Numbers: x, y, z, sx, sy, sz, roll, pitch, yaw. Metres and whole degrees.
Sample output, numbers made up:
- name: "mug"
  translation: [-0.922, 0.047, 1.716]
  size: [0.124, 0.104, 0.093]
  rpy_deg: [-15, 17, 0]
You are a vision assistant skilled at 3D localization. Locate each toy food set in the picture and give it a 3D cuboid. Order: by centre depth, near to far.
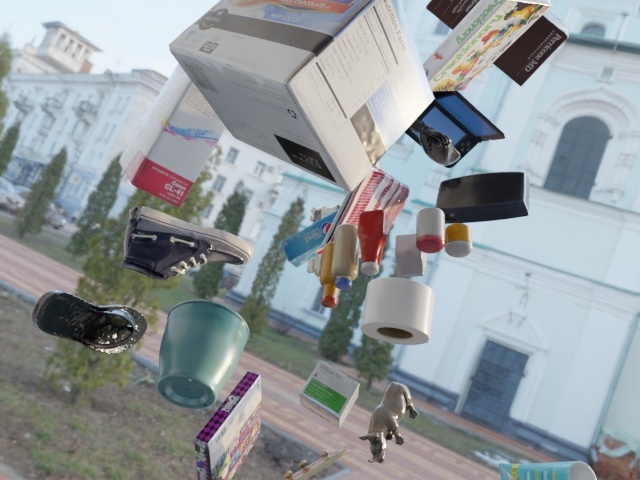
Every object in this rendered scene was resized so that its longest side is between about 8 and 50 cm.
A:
- name: "toy food set"
  translation: [0.099, 0.027, 0.802]
  size: [0.232, 0.104, 0.111]
  rpy_deg: [-5, -34, 20]

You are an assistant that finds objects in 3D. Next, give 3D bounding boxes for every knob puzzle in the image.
- name: "knob puzzle"
  translation: [-0.040, 0.504, 1.224]
  size: [0.030, 0.213, 0.213]
  rpy_deg: [59, 3, 15]

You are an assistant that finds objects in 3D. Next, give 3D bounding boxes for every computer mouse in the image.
- name: "computer mouse"
  translation: [0.359, -0.304, 1.773]
  size: [0.188, 0.072, 0.272]
  rpy_deg: [41, 10, 31]

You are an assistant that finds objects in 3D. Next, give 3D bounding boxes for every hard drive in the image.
- name: "hard drive"
  translation: [0.447, -0.123, 1.551]
  size: [0.255, 0.172, 0.054]
  rpy_deg: [-4, -49, 26]

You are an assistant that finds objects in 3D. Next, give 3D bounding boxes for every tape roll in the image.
- name: "tape roll"
  translation: [0.273, 0.252, 1.965]
  size: [0.246, 0.169, 0.246]
  rpy_deg: [9, -25, 4]

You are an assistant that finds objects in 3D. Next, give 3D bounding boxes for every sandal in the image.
- name: "sandal"
  translation: [-0.698, 0.276, 1.759]
  size: [0.107, 0.167, 0.446]
  rpy_deg: [15, -10, 27]

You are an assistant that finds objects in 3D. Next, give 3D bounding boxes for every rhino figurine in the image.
- name: "rhino figurine"
  translation: [0.163, 0.447, 1.362]
  size: [0.073, 0.243, 0.106]
  rpy_deg: [-14, -69, 38]

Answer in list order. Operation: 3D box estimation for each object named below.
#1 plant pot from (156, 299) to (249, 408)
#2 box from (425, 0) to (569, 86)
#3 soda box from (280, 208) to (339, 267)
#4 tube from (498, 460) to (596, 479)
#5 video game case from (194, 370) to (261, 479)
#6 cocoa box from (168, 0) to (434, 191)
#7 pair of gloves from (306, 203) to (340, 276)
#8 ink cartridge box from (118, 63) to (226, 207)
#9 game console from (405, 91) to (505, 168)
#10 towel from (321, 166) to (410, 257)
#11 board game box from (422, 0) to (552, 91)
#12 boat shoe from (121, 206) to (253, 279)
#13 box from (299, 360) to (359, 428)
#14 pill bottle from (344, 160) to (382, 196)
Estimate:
- name: "plant pot"
  translation: [-0.379, 0.368, 1.727]
  size: [0.272, 0.255, 0.271]
  rpy_deg: [4, -48, 4]
- name: "box"
  translation: [0.523, -0.661, 1.650]
  size: [0.381, 0.143, 0.191]
  rpy_deg: [37, -51, -3]
- name: "soda box"
  translation: [-0.005, -0.007, 1.611]
  size: [0.071, 0.210, 0.067]
  rpy_deg: [65, 9, 26]
- name: "tube"
  translation: [0.371, 0.410, 0.938]
  size: [0.052, 0.080, 0.207]
  rpy_deg: [11, -29, -15]
- name: "video game case"
  translation: [-0.209, 0.456, 1.295]
  size: [0.042, 0.210, 0.232]
  rpy_deg: [14, 32, 19]
- name: "cocoa box"
  translation: [-0.033, -0.279, 0.922]
  size: [0.347, 0.228, 0.231]
  rpy_deg: [31, -17, 43]
- name: "pair of gloves"
  translation: [0.000, 0.000, 1.829]
  size: [0.042, 0.240, 0.204]
  rpy_deg: [8, -1, -21]
- name: "ink cartridge box"
  translation: [-0.325, -0.258, 1.288]
  size: [0.131, 0.306, 0.226]
  rpy_deg: [31, 5, -32]
- name: "game console"
  translation: [0.462, -0.399, 1.996]
  size: [0.293, 0.250, 0.173]
  rpy_deg: [36, 26, -16]
- name: "towel"
  translation: [0.130, -0.064, 1.453]
  size: [0.037, 0.237, 0.329]
  rpy_deg: [29, 8, 25]
- name: "board game box"
  translation: [0.381, -0.478, 1.344]
  size: [0.193, 0.053, 0.305]
  rpy_deg: [-14, -19, -38]
- name: "boat shoe"
  translation: [-0.350, 0.042, 1.451]
  size: [0.341, 0.158, 0.127]
  rpy_deg: [18, -27, -19]
- name: "box"
  translation: [0.020, 0.329, 1.185]
  size: [0.101, 0.087, 0.102]
  rpy_deg: [28, -26, 15]
- name: "pill bottle"
  translation: [0.160, -0.318, 2.293]
  size: [0.176, 0.318, 0.176]
  rpy_deg: [-13, 17, 4]
